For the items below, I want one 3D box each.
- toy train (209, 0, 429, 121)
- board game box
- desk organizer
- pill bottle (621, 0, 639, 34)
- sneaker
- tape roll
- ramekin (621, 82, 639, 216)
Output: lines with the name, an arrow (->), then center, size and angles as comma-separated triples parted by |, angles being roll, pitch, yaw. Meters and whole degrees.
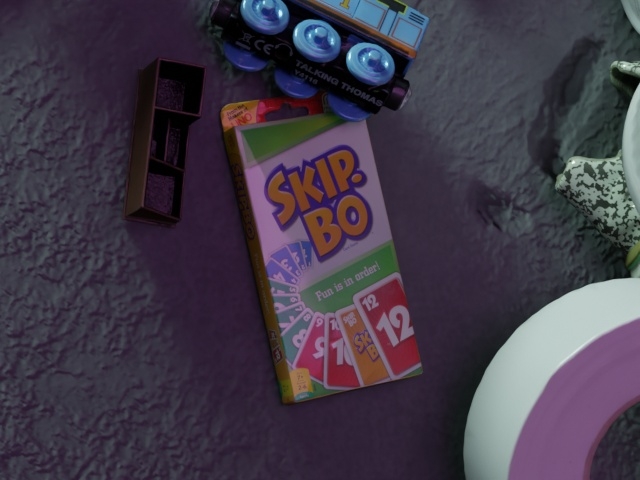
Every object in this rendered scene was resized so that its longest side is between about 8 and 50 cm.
toy train -> -0.001, -0.175, 1.548 | 0.184, 0.080, 0.105 | 25, 53, -5
board game box -> 0.000, 0.000, 1.551 | 0.124, 0.039, 0.259 | -11, 83, -25
desk organizer -> -0.127, -0.081, 1.500 | 0.047, 0.050, 0.130 | 10, 78, -21
pill bottle -> 0.362, -0.249, 1.694 | 0.160, 0.087, 0.087 | -21, 89, -8
sneaker -> 0.362, -0.135, 1.677 | 0.182, 0.158, 0.410 | 38, 63, 6
tape roll -> 0.268, 0.180, 1.541 | 0.286, 0.100, 0.286 | -5, 105, -17
ramekin -> 0.393, -0.095, 1.523 | 0.273, 0.127, 0.272 | 0, 65, 0
